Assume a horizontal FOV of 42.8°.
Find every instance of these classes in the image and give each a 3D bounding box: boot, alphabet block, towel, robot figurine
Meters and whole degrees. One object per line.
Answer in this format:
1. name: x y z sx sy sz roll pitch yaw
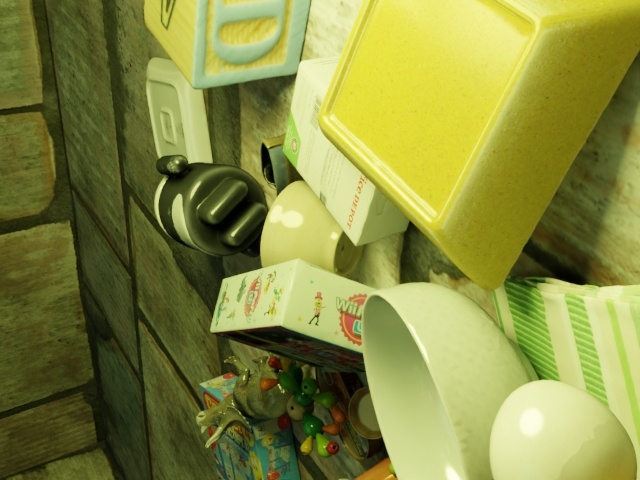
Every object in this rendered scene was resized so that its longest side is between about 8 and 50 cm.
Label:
1. boot: -0.052 -0.090 1.309 0.082 0.106 0.219 48 143 41
2. alphabet block: -0.145 -0.372 1.244 0.197 0.192 0.193 54 145 35
3. towel: 0.280 0.155 0.823 0.325 0.038 0.248 -178 74 -75
4. robot figurine: -0.208 -0.065 1.552 0.278 0.173 0.209 13 109 60

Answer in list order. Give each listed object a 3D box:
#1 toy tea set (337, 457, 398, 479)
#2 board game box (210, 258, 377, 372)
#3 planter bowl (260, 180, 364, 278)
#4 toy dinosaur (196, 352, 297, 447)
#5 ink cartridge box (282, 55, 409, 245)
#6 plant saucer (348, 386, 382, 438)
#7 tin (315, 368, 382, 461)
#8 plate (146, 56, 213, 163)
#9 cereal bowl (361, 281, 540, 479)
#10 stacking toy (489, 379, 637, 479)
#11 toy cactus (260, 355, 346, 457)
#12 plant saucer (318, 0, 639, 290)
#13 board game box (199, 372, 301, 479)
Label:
1. toy tea set: 0.102 0.459 1.325 0.200 0.124 0.336 67 160 10
2. board game box: -0.009 0.121 1.209 0.303 0.224 0.098 -20 52 63
3. planter bowl: 0.000 0.000 1.234 0.109 0.162 0.162 16 123 27
4. toy dinosaur: -0.100 0.287 1.592 0.313 0.121 0.160 -26 65 28
5. ink cartridge box: 0.046 -0.125 1.119 0.219 0.092 0.160 54 145 33
6. plant saucer: 0.084 0.278 1.320 0.083 0.015 0.084 -3 84 34
7. tin: 0.047 0.284 1.403 0.190 0.040 0.106 65 148 18
8. plate: -0.317 -0.254 1.789 0.278 0.045 0.277 24 125 56
9. cereal bowl: 0.168 0.203 0.936 0.339 0.141 0.339 164 90 -80
10. stacking toy: 0.271 0.322 0.604 0.351 0.350 0.480 117 138 -53
11. toy cactus: -0.036 0.290 1.436 0.219 0.112 0.180 55 158 17
12. plant saucer: 0.125 -0.168 0.860 0.333 0.081 0.333 48 128 37
13. board game box: -0.152 0.485 1.830 0.308 0.086 0.302 13 115 60
